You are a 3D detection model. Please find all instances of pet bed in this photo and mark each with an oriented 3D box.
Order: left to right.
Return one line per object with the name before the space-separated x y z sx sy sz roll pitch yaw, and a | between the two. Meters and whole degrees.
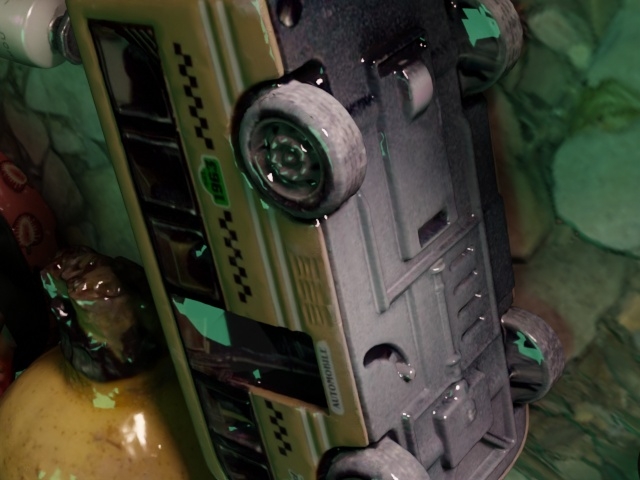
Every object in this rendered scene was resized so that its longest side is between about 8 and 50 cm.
pet bed | -0.242 0.003 0.806 0.201 0.053 0.201 23 134 26

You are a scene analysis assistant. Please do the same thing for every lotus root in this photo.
lotus root | -0.106 0.124 0.692 0.183 0.183 0.310 25 133 23

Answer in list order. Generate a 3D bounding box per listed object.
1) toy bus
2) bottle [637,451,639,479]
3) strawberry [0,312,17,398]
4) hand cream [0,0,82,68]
toy bus | 0.000 0.000 0.540 0.157 0.139 0.289 11 127 38
bottle | 0.185 0.096 0.537 0.101 0.047 0.063 -18 73 50
strawberry | -0.314 0.078 0.672 0.250 0.288 0.238 34 139 20
hand cream | -0.203 -0.128 0.674 0.195 0.042 0.067 16 171 30
